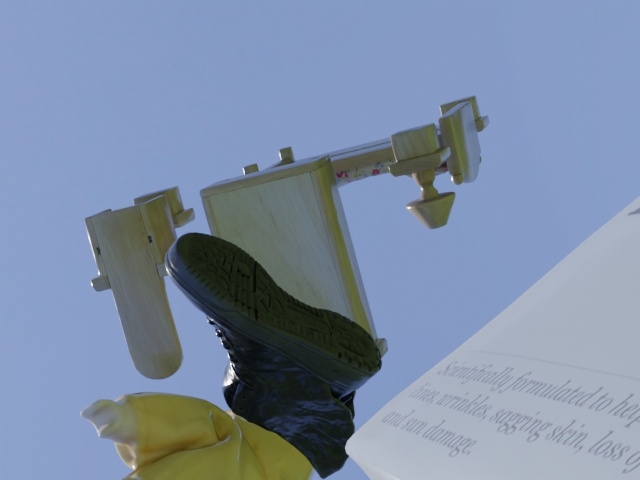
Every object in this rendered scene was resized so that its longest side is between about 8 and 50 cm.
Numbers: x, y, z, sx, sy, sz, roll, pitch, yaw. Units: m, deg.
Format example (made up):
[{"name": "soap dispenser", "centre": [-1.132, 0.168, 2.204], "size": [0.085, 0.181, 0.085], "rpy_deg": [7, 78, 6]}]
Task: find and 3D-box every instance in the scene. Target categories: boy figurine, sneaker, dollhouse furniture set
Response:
[{"name": "boy figurine", "centre": [-0.085, 0.164, 0.891], "size": [0.177, 0.092, 0.285], "rpy_deg": [64, -151, -9]}, {"name": "sneaker", "centre": [-0.034, 0.067, 0.854], "size": [0.170, 0.089, 0.051], "rpy_deg": [31, -146, -24]}, {"name": "dollhouse furniture set", "centre": [0.000, 0.000, 1.393], "size": [0.355, 0.303, 0.174], "rpy_deg": [-36, -67, -72]}]

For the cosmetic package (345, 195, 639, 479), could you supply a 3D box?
[{"name": "cosmetic package", "centre": [0.198, 0.162, 0.383], "size": [0.156, 0.217, 0.385], "rpy_deg": [-40, -82, -12]}]
